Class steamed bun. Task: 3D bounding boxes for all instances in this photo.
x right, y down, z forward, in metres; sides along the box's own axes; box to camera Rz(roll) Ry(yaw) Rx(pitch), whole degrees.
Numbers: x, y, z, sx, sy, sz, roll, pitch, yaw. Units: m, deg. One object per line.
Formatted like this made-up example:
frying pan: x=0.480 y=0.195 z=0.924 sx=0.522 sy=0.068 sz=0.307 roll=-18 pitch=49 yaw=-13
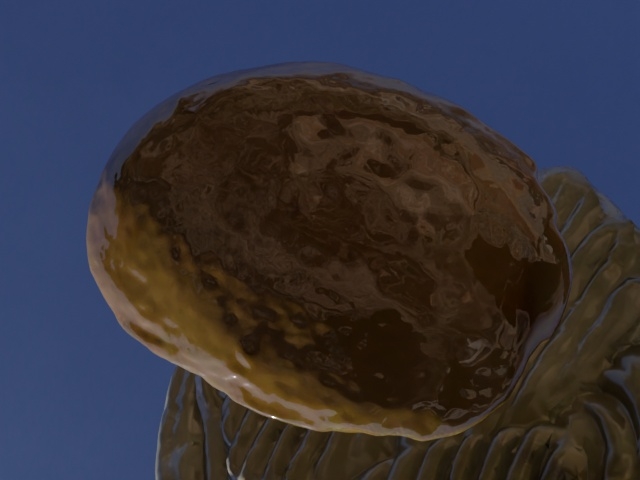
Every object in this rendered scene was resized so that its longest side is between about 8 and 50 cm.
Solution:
steamed bun: x=0.085 y=0.146 z=0.811 sx=0.324 sy=0.219 sz=0.310 roll=-22 pitch=-133 yaw=23

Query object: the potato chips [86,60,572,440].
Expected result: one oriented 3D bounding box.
potato chips: x=0.000 y=0.000 z=0.618 sx=0.201 sy=0.049 sz=0.150 roll=25 pitch=-90 yaw=11
